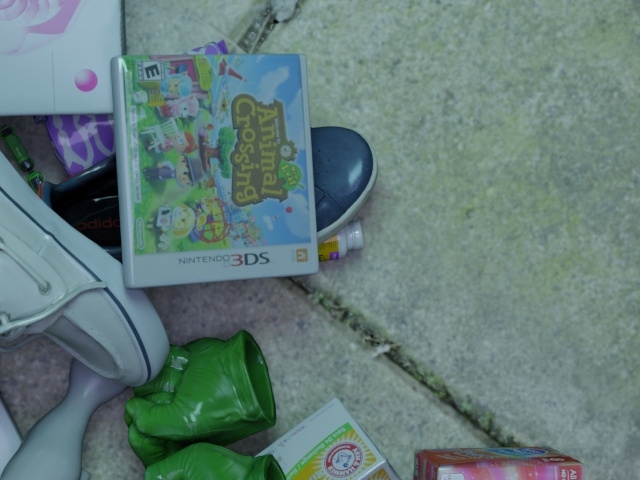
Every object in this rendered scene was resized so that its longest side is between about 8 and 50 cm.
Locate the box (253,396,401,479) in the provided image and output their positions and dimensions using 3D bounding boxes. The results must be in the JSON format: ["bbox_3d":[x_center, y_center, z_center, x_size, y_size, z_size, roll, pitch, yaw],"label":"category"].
[{"bbox_3d":[-0.020,0.270,1.552,0.203,0.103,0.114,-36,135,-5],"label":"box"}]

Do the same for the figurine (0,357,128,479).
[{"bbox_3d":[-0.290,0.143,1.528,0.215,0.092,0.209,37,59,-18],"label":"figurine"}]

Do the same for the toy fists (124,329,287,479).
[{"bbox_3d":[-0.116,0.207,1.505,0.142,0.096,0.279,-22,49,10],"label":"toy fists"}]

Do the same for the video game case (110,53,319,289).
[{"bbox_3d":[-0.096,-0.067,1.469,0.193,0.023,0.212,-4,91,-27],"label":"video game case"}]

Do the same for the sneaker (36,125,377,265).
[{"bbox_3d":[-0.112,-0.048,1.529,0.350,0.148,0.131,-19,62,-6],"label":"sneaker"}]

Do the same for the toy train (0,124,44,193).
[{"bbox_3d":[-0.299,-0.081,1.590,0.017,0.024,0.083,-32,93,-5],"label":"toy train"}]

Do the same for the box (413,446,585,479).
[{"bbox_3d":[0.179,0.363,1.573,0.154,0.142,0.300,0,89,-6],"label":"box"}]

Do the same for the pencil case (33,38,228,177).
[{"bbox_3d":[-0.178,-0.130,1.577,0.206,0.088,0.086,-20,131,-6],"label":"pencil case"}]

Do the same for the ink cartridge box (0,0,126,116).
[{"bbox_3d":[-0.343,-0.275,1.426,0.324,0.071,0.330,-2,104,-4],"label":"ink cartridge box"}]

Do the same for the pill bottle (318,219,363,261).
[{"bbox_3d":[0.000,0.000,1.608,0.083,0.043,0.043,-8,90,-5],"label":"pill bottle"}]

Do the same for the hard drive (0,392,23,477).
[{"bbox_3d":[-0.375,0.302,1.568,0.233,0.047,0.353,-27,93,-5],"label":"hard drive"}]

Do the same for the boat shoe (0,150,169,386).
[{"bbox_3d":[-0.292,0.038,1.418,0.367,0.135,0.156,51,51,-27],"label":"boat shoe"}]
